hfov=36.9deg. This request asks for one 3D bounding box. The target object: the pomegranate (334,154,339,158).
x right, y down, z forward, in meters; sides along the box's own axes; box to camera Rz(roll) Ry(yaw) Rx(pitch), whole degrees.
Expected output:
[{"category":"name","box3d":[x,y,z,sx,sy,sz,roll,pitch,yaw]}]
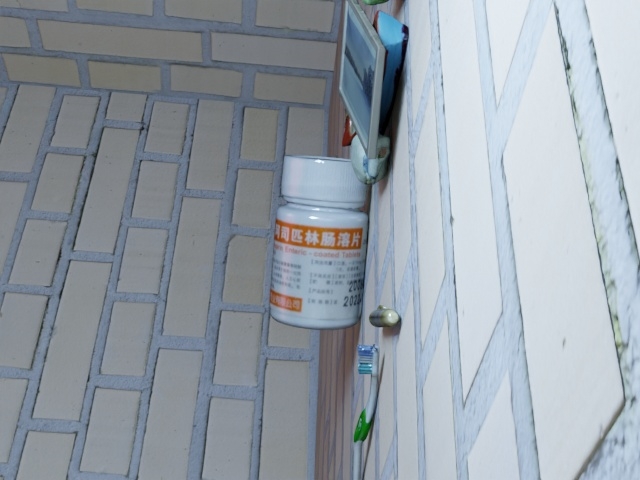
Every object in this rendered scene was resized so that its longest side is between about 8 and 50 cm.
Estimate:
[{"category":"pomegranate","box3d":[0.030,-0.133,2.608,0.149,0.148,0.169,98,-177,-52]}]

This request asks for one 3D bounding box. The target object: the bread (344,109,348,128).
[{"category":"bread","box3d":[0.089,-0.308,2.372,0.113,0.060,0.082,97,174,-71]}]

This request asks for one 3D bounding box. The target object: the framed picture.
[{"category":"framed picture","box3d":[0.072,-0.307,1.752,0.289,0.016,0.213,-107,17,-55]}]

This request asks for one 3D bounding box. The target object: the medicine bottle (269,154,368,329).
[{"category":"medicine bottle","box3d":[0.000,0.000,2.147,0.211,0.210,0.372,-103,17,-82]}]

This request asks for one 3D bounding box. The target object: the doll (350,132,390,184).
[{"category":"doll","box3d":[0.093,-0.160,1.848,0.214,0.071,0.104,158,115,-80]}]

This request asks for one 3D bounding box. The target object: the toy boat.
[{"category":"toy boat","box3d":[0.101,-0.284,1.836,0.392,0.079,0.136,102,170,-64]}]

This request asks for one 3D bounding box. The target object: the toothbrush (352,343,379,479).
[{"category":"toothbrush","box3d":[0.081,0.349,1.770,0.042,0.040,0.418,-92,2,-53]}]

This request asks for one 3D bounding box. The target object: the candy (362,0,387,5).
[{"category":"candy","box3d":[0.112,-0.517,1.629,0.142,0.132,0.343,-43,0,-6]}]

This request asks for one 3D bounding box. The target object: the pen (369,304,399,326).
[{"category":"pen","box3d":[0.107,0.124,1.583,0.040,0.032,0.233,-62,1,-7]}]
